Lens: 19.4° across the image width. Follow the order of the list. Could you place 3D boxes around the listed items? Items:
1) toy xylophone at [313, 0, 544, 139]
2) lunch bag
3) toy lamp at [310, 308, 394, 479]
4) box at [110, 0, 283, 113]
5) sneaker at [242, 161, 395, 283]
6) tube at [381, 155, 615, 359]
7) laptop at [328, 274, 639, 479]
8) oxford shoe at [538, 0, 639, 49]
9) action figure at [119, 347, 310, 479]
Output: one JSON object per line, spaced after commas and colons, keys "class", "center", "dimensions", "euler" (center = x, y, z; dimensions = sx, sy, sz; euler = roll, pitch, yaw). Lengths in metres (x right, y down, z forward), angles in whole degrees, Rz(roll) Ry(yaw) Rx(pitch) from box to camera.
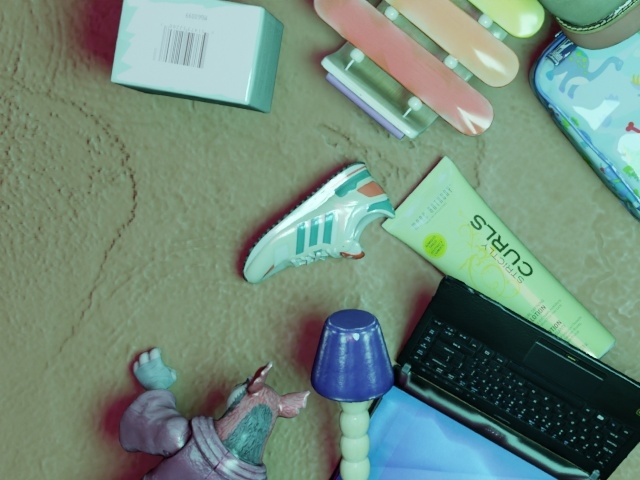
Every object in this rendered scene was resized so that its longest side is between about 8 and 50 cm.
{"class": "toy xylophone", "center": [0.116, -0.258, 1.770], "dimensions": [0.236, 0.081, 0.322], "euler": [32, 92, 4]}
{"class": "lunch bag", "center": [0.316, -0.133, 1.753], "dimensions": [0.176, 0.090, 0.219], "euler": [-39, 89, 1]}
{"class": "toy lamp", "center": [0.030, 0.196, 1.729], "dimensions": [0.080, 0.080, 0.274], "euler": [0, 112, 4]}
{"class": "box", "center": [-0.112, -0.176, 1.742], "dimensions": [0.130, 0.170, 0.091], "euler": [9, 92, 4]}
{"class": "sneaker", "center": [0.000, 0.000, 1.791], "dimensions": [0.161, 0.057, 0.075], "euler": [-41, 82, 1]}
{"class": "tube", "center": [0.173, 0.035, 1.780], "dimensions": [0.240, 0.062, 0.070], "euler": [45, 58, 8]}
{"class": "laptop", "center": [0.156, 0.196, 1.740], "dimensions": [0.234, 0.264, 0.136], "euler": [29, 56, 3]}
{"class": "oxford shoe", "center": [0.318, -0.329, 1.645], "dimensions": [0.348, 0.130, 0.123], "euler": [-51, 45, 3]}
{"class": "action figure", "center": [-0.150, 0.257, 1.710], "dimensions": [0.248, 0.276, 0.370], "euler": [37, 107, 9]}
